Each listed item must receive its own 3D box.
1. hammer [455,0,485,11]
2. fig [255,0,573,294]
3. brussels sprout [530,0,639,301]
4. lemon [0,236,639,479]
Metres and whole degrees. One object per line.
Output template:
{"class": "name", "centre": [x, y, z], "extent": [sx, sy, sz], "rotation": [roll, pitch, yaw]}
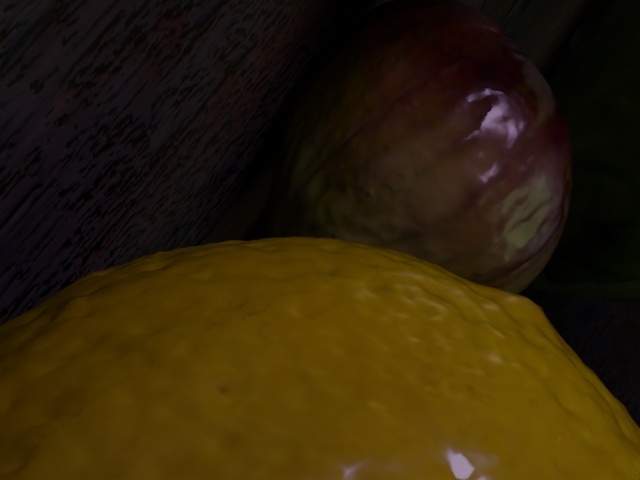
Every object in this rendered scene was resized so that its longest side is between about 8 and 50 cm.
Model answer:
{"class": "hammer", "centre": [0.000, 0.000, 0.944], "extent": [0.111, 0.043, 0.365], "rotation": [-18, -144, 57]}
{"class": "fig", "centre": [0.031, -0.001, 0.825], "extent": [0.230, 0.143, 0.160], "rotation": [-58, 180, -1]}
{"class": "brussels sprout", "centre": [0.345, -0.083, 1.889], "extent": [0.276, 0.315, 0.371], "rotation": [-7, 139, -49]}
{"class": "lemon", "centre": [-0.028, 0.159, 0.585], "extent": [0.336, 0.336, 0.336], "rotation": [-55, 171, -13]}
